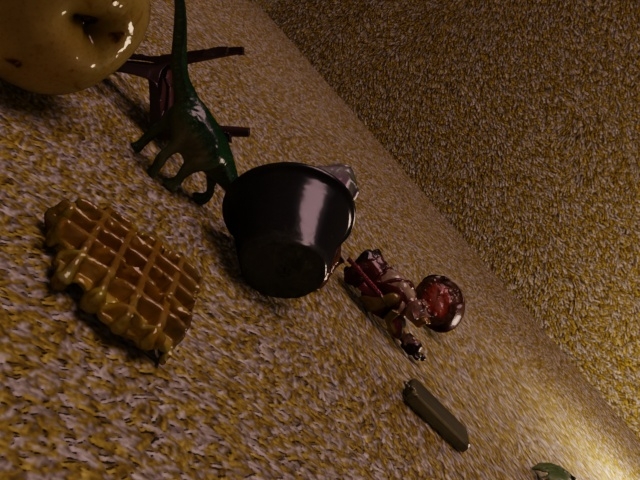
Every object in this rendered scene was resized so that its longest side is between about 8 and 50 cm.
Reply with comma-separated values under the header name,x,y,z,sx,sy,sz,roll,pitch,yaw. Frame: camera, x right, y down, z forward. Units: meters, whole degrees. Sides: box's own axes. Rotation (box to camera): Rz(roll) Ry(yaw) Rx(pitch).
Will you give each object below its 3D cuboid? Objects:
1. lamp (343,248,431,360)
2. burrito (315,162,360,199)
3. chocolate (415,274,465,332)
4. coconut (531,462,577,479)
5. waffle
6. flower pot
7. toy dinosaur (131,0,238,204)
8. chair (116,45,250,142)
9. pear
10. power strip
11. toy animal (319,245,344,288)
name,x,y,z,sx,sy,sz,roll,pitch,yaw
lamp,0.156,0.131,1.803,0.253,0.118,0.118,50,16,23
burrito,-0.045,-0.093,1.647,0.144,0.229,0.089,-101,174,-66
chocolate,0.286,0.161,2.067,0.127,0.124,0.133,37,49,-31
coconut,0.511,0.517,1.819,0.133,0.055,0.158,49,14,11
waffle,-0.255,0.037,1.067,0.219,0.057,0.229,40,16,-15
flower pot,-0.059,0.001,1.449,0.235,0.235,0.148,36,37,-29
toy dinosaur,-0.180,-0.217,1.472,0.447,0.301,0.087,37,15,-18
chair,-0.315,-0.286,1.668,0.327,0.183,0.175,1,12,11
pear,-0.417,-0.373,1.295,0.309,0.309,0.309,41,15,-14
power strip,0.212,0.321,1.600,0.169,0.028,0.076,45,15,-7
toy animal,0.000,0.000,1.661,0.089,0.188,0.179,3,-6,5
